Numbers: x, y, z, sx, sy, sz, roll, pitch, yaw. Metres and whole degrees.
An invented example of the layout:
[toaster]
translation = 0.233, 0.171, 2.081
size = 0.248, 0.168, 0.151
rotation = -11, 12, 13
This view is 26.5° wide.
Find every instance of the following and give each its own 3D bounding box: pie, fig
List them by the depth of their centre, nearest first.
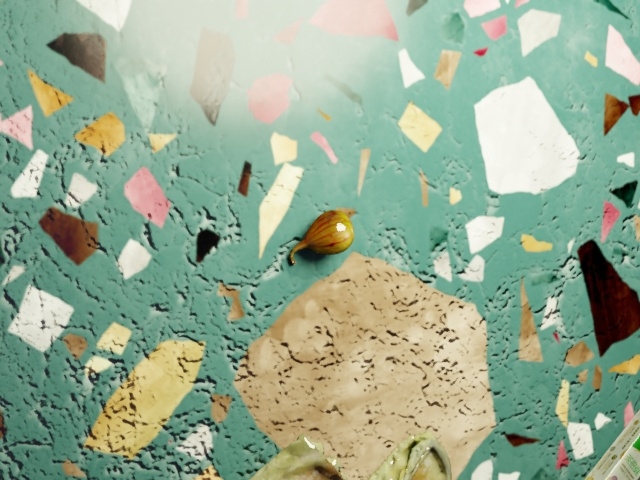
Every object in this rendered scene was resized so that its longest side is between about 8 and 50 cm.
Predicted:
[fig]
translation = 0.000, 0.000, 1.549
size = 0.083, 0.050, 0.050
rotation = -30, 110, -3
[pie]
translation = 0.030, 0.367, 1.586
size = 0.337, 0.075, 0.338
rotation = -7, 104, -29

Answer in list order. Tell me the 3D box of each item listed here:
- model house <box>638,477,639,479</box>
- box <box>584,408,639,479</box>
[model house]
translation = 0.597, 0.416, 1.758
size = 0.360, 0.339, 0.297
rotation = -46, 116, -17
[box]
translation = 0.412, 0.285, 1.807
size = 0.207, 0.041, 0.050
rotation = -47, 115, -16
